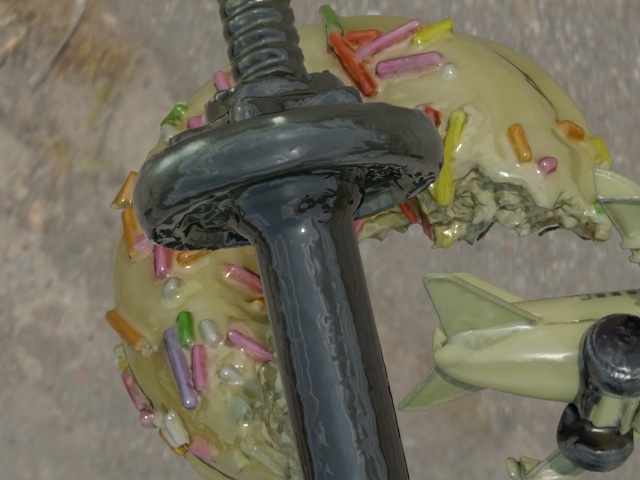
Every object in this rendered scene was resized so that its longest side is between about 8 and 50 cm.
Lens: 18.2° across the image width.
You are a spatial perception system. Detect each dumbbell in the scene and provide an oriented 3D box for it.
[{"bbox_3d":[0.005,0.038,0.486,0.081,0.081,0.254,-14,77,11],"label":"dumbbell"}]

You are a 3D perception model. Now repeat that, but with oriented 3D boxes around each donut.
[{"bbox_3d":[0.002,-0.010,1.392,0.371,0.307,0.150,-45,142,6],"label":"donut"}]

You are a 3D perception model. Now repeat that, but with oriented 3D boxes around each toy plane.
[{"bbox_3d":[0.163,0.053,0.940,0.244,0.092,0.229,5,141,-1],"label":"toy plane"}]
